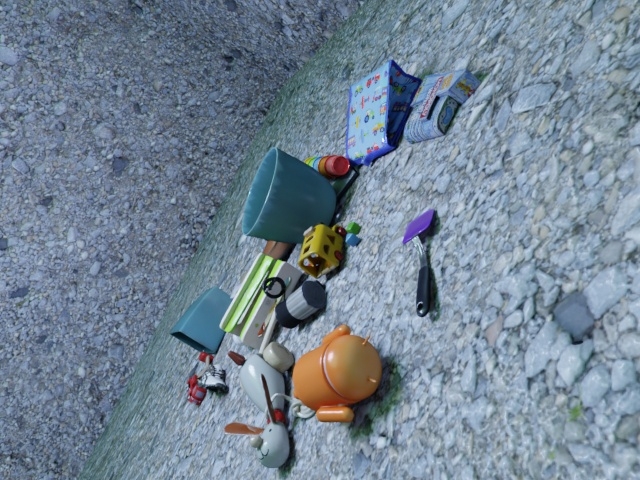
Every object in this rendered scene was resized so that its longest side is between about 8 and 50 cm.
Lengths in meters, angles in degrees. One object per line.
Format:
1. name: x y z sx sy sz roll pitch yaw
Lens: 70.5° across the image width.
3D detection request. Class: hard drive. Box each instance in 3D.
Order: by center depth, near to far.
1. hard drive: 0.071 -0.185 1.518 0.135 0.022 0.094 -53 23 16

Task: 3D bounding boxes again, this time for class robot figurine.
1. robot figurine: 0.032 0.263 0.888 0.219 0.128 0.158 -39 2 43

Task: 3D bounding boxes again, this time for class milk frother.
1. milk frother: -0.076 0.147 1.247 0.135 0.143 0.129 -42 24 36

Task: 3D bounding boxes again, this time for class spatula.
1. spatula: 0.206 0.037 0.929 0.084 0.030 0.296 -39 29 36

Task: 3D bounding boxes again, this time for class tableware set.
1. tableware set: -0.285 0.146 1.861 0.168 0.020 0.141 -49 26 20

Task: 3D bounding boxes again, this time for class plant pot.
1. plant pot: -0.091 -0.122 1.464 0.293 0.235 0.292 -51 29 44
2. plant pot: -0.463 0.314 1.843 0.166 0.166 0.234 -24 34 55

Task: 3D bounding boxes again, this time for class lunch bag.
1. lunch bag: 0.172 -0.375 1.433 0.221 0.138 0.292 -9 62 59

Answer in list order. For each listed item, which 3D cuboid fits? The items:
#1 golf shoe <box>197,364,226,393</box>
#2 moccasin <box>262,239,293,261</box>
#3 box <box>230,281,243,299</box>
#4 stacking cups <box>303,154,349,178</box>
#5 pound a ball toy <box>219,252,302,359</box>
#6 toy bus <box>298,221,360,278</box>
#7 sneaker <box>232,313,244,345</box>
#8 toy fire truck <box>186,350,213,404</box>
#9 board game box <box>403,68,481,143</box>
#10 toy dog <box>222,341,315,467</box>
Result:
1. golf shoe: -0.364 0.465 1.542 0.198 0.077 0.093 -17 46 57
2. moccasin: -0.142 -0.075 1.664 0.379 0.147 0.139 -63 22 -9
3. box: -0.236 0.176 1.654 0.324 0.067 0.063 -24 42 54
4. stacking cups: 0.017 -0.251 1.601 0.096 0.096 0.316 -59 19 -1
5. pound a ball toy: -0.158 0.222 1.387 0.208 0.136 0.319 17 76 42
6. toy bus: 0.002 0.005 1.291 0.190 0.104 0.202 -56 22 -6
7. sneaker: -0.266 0.307 1.560 0.212 0.080 0.094 -93 27 -65
8. toy fire truck: -0.448 0.513 1.701 0.135 0.047 0.192 -58 22 -1
9. board game box: 0.311 -0.361 1.180 0.194 0.060 0.194 -63 21 -10
10. toy dog: -0.155 0.369 1.102 0.220 0.161 0.334 -61 22 -4
